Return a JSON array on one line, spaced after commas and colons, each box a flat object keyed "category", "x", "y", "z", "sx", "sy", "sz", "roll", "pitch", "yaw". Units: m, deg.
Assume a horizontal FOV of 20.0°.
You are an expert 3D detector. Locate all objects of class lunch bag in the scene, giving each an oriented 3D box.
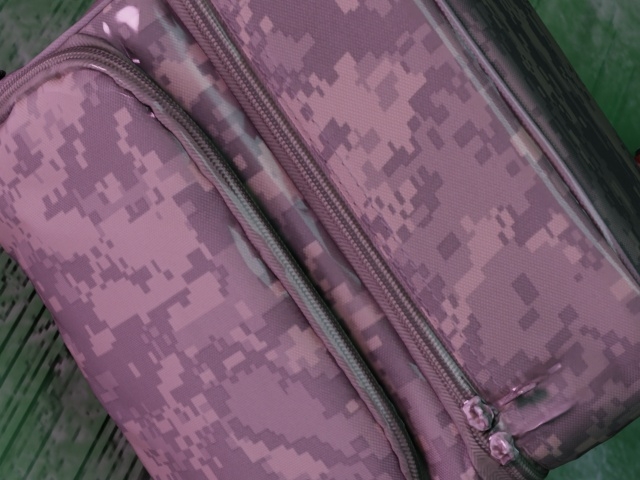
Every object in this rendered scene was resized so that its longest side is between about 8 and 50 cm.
[{"category": "lunch bag", "x": 0.000, "y": 0.000, "z": 0.813, "sx": 0.305, "sy": 0.256, "sz": 0.212, "roll": 55, "pitch": 17, "yaw": -2}]

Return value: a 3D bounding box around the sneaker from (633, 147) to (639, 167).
[{"category": "sneaker", "x": 0.161, "y": 0.016, "z": 0.996, "sx": 0.276, "sy": 0.097, "sz": 0.135, "roll": -17, "pitch": 79, "yaw": -39}]
